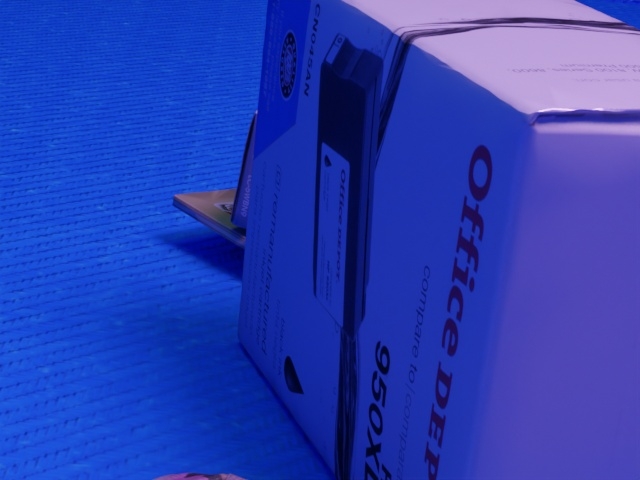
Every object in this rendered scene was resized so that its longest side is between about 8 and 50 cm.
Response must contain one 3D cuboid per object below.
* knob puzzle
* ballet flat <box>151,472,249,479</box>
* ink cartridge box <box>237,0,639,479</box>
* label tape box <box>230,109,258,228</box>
[{"bbox_3d":[0.000,0.000,1.312,0.213,0.030,0.213,12,19,-4],"label":"knob puzzle"},{"bbox_3d":[-0.115,0.157,0.766,0.079,0.077,0.221,-1,5,37],"label":"ballet flat"},{"bbox_3d":[0.089,0.005,0.936,0.166,0.286,0.395,-1,20,-20],"label":"ink cartridge box"},{"bbox_3d":[0.133,-0.027,1.272,0.333,0.106,0.240,20,20,19],"label":"label tape box"}]
